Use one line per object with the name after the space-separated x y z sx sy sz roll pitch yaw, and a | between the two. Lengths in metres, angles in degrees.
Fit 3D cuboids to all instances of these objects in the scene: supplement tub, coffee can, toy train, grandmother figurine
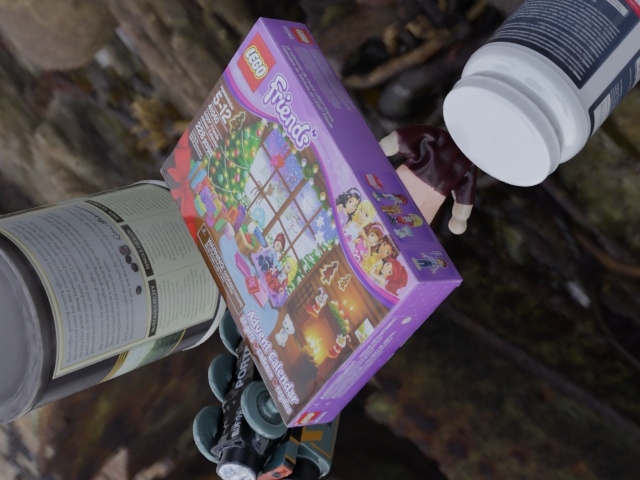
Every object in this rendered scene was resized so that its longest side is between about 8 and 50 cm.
0.309 -0.223 1.684 0.191 0.272 0.191 35 155 19 | supplement tub
-0.259 0.056 1.334 0.202 0.275 0.201 11 108 35 | coffee can
-0.047 0.200 1.684 0.190 0.334 0.142 38 130 -25 | toy train
0.149 -0.092 1.859 0.208 0.342 0.104 36 -175 -39 | grandmother figurine

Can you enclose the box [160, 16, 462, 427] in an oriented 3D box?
-0.021 -0.017 1.085 0.201 0.057 0.293 -51 55 35 | box
